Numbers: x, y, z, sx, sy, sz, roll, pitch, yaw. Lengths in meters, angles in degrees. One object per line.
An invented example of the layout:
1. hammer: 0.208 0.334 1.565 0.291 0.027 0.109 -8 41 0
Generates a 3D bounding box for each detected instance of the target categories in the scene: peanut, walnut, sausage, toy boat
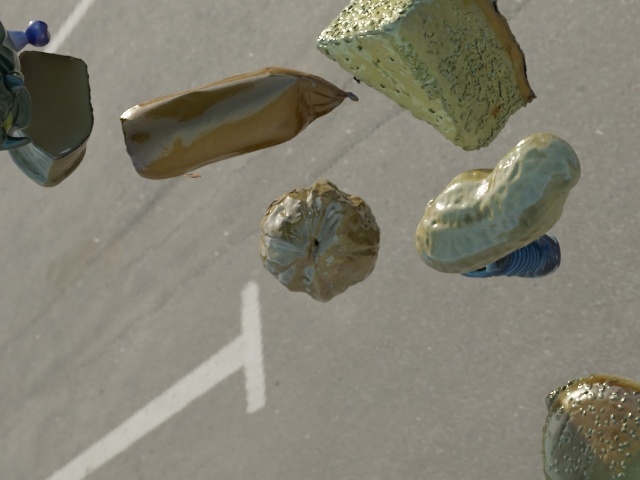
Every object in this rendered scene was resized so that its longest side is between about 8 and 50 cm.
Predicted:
1. peanut: 0.274 -0.054 1.564 0.325 0.140 0.153 -42 63 41
2. walnut: 0.000 0.000 1.616 0.245 0.198 0.198 -14 -55 -85
3. sausage: -0.110 -0.171 1.398 0.112 0.328 0.112 163 90 -84
4. toy boat: -0.367 -0.166 1.371 0.061 0.116 0.188 -40 52 51

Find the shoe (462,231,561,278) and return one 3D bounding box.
1. shoe: 0.316 0.028 1.772 0.207 0.106 0.092 -2 97 27

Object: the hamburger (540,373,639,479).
1. hamburger: 0.381 0.266 1.346 0.215 0.122 0.189 19 80 47

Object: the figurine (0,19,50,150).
1. figurine: -0.464 -0.164 0.984 0.261 0.381 0.186 173 101 -84

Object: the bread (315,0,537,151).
1. bread: 0.189 -0.332 1.849 0.279 0.315 0.248 11 52 44

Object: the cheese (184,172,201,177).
1. cheese: -0.289 -0.141 2.058 0.111 0.047 0.017 18 111 36
